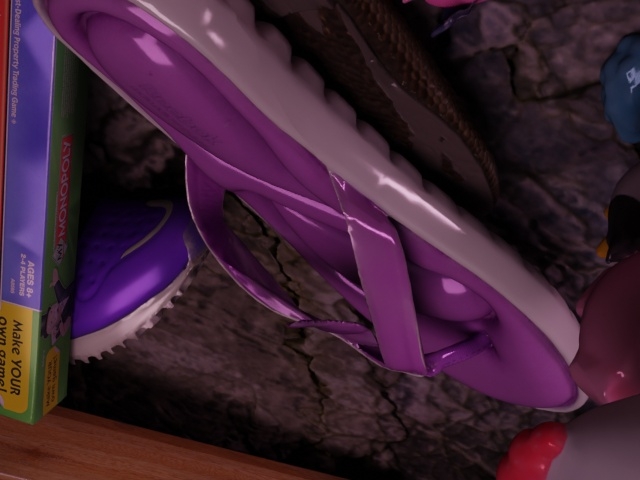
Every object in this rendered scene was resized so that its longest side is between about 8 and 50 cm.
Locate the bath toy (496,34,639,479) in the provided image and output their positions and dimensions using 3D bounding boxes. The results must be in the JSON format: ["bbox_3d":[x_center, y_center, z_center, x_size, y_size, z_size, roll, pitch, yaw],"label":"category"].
[{"bbox_3d":[0.158,0.015,0.462,0.129,0.348,0.151,3,127,18],"label":"bath toy"}]

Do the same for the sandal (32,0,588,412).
[{"bbox_3d":[-0.008,0.000,0.637,0.416,0.102,0.169,41,159,-26],"label":"sandal"}]

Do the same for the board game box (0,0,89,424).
[{"bbox_3d":[-0.247,-0.061,0.676,0.214,0.046,0.317,15,114,14],"label":"board game box"}]

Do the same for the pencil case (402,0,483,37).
[{"bbox_3d":[0.031,-0.196,0.461,0.098,0.095,0.209,-4,129,44],"label":"pencil case"}]

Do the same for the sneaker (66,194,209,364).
[{"bbox_3d":[-0.213,0.005,0.763,0.293,0.102,0.146,-15,123,31],"label":"sneaker"}]

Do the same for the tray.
[{"bbox_3d":[-0.159,0.226,0.915,0.411,0.076,0.202,15,140,-6],"label":"tray"}]

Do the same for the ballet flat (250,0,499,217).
[{"bbox_3d":[0.030,-0.096,0.600,0.084,0.058,0.250,-3,145,40],"label":"ballet flat"}]
